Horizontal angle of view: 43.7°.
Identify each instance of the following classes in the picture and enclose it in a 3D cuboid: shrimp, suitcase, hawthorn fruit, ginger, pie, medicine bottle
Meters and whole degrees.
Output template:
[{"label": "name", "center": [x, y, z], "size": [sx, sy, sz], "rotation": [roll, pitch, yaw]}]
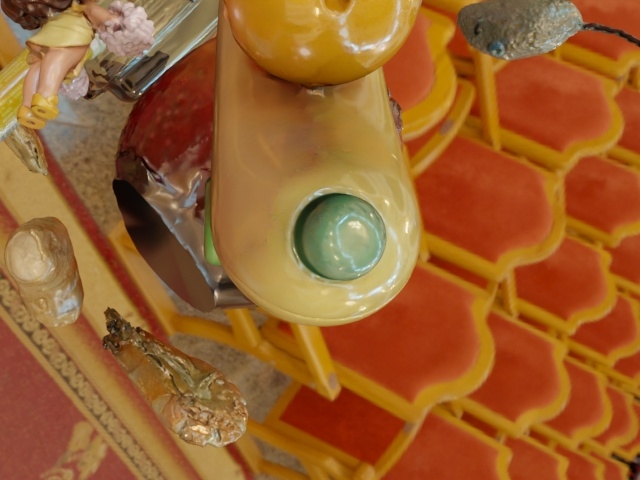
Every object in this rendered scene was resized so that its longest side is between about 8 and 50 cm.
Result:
[{"label": "shrimp", "center": [-0.145, 0.128, 0.756], "size": [0.091, 0.184, 0.043], "rotation": [-35, 158, -56]}, {"label": "suitcase", "center": [-0.271, -0.357, 1.251], "size": [0.339, 0.351, 0.194], "rotation": [-39, 116, 14]}, {"label": "hawthorn fruit", "center": [-0.064, -0.071, 0.815], "size": [0.316, 0.316, 0.316], "rotation": [-34, 133, -47]}, {"label": "ginger", "center": [-0.302, 0.032, 0.874], "size": [0.069, 0.095, 0.190], "rotation": [-16, 149, -17]}, {"label": "pie", "center": [-0.691, -0.253, 1.803], "size": [0.068, 0.128, 0.282], "rotation": [-21, 153, -11]}, {"label": "medicine bottle", "center": [-0.371, -0.203, 1.013], "size": [0.218, 0.074, 0.074], "rotation": [-52, 145, -21]}]

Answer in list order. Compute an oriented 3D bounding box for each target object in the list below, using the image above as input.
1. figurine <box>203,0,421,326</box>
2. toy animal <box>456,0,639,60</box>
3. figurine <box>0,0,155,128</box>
[{"label": "figurine", "center": [-0.008, -0.105, 0.471], "size": [0.222, 0.124, 0.324], "rotation": [104, -16, -65]}, {"label": "toy animal", "center": [0.273, -0.229, 0.896], "size": [0.070, 0.253, 0.079], "rotation": [-23, 127, -53]}, {"label": "figurine", "center": [-0.261, -0.230, 0.814], "size": [0.116, 0.175, 0.240], "rotation": [8, 74, -45]}]
